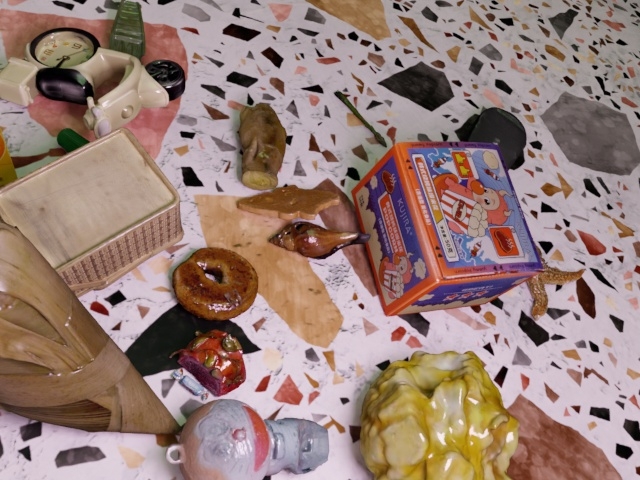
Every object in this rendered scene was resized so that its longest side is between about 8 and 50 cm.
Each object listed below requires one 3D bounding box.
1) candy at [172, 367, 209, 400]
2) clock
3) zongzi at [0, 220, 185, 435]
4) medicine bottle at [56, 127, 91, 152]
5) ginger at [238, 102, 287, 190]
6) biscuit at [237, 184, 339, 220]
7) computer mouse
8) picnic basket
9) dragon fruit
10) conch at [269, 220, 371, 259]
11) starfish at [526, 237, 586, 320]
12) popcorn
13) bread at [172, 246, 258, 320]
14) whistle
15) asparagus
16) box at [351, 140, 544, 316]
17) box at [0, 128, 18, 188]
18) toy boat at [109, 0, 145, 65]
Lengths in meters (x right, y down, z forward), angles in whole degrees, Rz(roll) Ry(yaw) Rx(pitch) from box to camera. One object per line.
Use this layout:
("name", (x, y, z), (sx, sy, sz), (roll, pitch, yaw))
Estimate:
("candy", (-0.253, 0.283, 1.360), (0.083, 0.020, 0.030), (34, 52, 1))
("clock", (-0.534, -0.368, 1.624), (0.378, 0.120, 0.276), (19, 54, 10))
("zongzi", (-0.388, 0.143, 1.086), (0.466, 0.500, 0.218), (19, 56, -10))
("medicine bottle", (-0.486, -0.166, 1.561), (0.260, 0.064, 0.095), (35, 64, 9))
("ginger", (-0.146, -0.241, 1.745), (0.116, 0.109, 0.263), (29, 43, -38))
("biscuit", (-0.076, -0.090, 1.682), (0.250, 0.035, 0.162), (-2, 28, -11))
("computer mouse", (0.516, -0.285, 2.101), (0.168, 0.087, 0.295), (38, 61, -3))
("picnic basket", (-0.460, -0.043, 1.384), (0.312, 0.175, 0.228), (-33, 73, -22))
("dragon fruit", (-0.211, 0.231, 1.370), (0.147, 0.096, 0.102), (41, 53, 11))
("conch", (-0.003, 0.005, 1.639), (0.232, 0.086, 0.080), (15, 51, -12))
("starfish", (0.563, 0.036, 1.880), (0.301, 0.084, 0.293), (-32, 74, -34))
("popcorn", (0.232, 0.389, 1.375), (0.334, 0.293, 0.293), (-8, 15, -28))
("bread", (-0.224, 0.095, 1.491), (0.193, 0.064, 0.193), (10, 48, -11))
("whistle", (-0.114, 0.377, 1.268), (0.347, 0.189, 0.189), (7, 52, -34))
("asparagus", (0.118, -0.355, 2.008), (0.022, 0.023, 0.233), (-41, 74, 6))
("box", (0.299, -0.030, 1.658), (0.318, 0.257, 0.349), (-2, 67, -28))
("box", (-0.740, -0.172, 1.461), (0.152, 0.043, 0.269), (-12, 62, -32))
("toy boat", (-0.509, -0.520, 1.820), (0.093, 0.055, 0.293), (7, 55, -20))
